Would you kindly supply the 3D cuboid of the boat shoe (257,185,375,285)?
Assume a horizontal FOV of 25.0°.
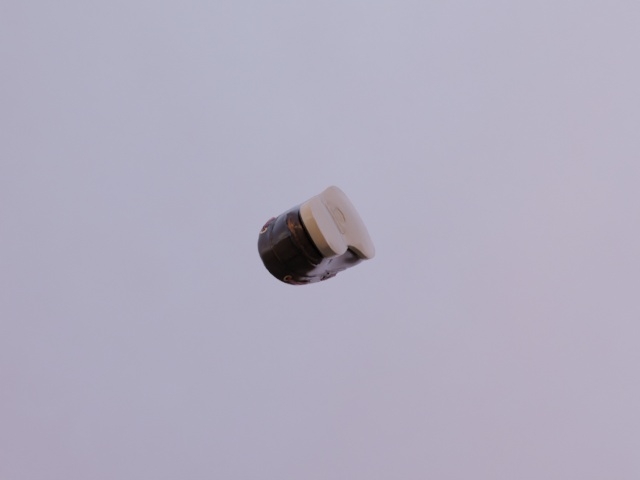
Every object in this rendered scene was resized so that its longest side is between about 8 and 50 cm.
[{"bbox_3d":[-0.001,-0.002,0.838,0.042,0.133,0.049,-30,-95,16],"label":"boat shoe"}]
